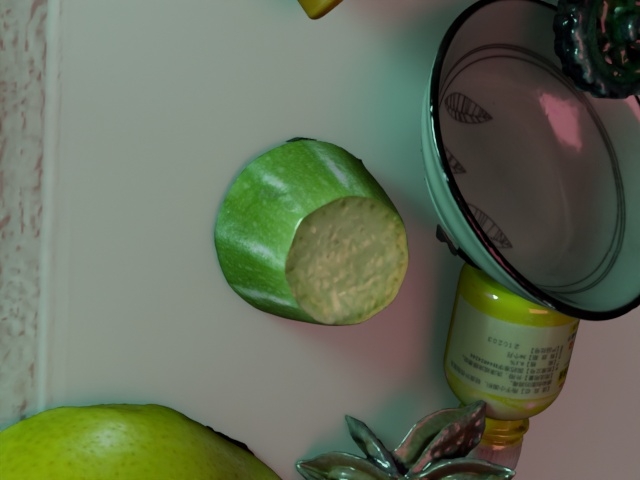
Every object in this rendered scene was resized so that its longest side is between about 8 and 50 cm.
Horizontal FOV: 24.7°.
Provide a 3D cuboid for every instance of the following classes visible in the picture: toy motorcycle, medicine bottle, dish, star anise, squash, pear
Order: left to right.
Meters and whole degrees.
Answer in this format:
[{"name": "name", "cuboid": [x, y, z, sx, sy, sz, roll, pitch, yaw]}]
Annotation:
[{"name": "pear", "cuboid": [-0.167, 0.321, 1.239, 0.386, 0.191, 0.340, -11, 110, -27]}, {"name": "squash", "cuboid": [0.000, 0.000, 1.288, 0.170, 0.123, 0.170, -6, 106, -23]}, {"name": "star anise", "cuboid": [0.081, 0.253, 1.364, 0.073, 0.212, 0.197, 52, 34, -61]}, {"name": "medicine bottle", "cuboid": [0.179, 0.126, 1.425, 0.122, 0.122, 0.212, -7, 119, -29]}, {"name": "dish", "cuboid": [0.186, -0.064, 1.346, 0.316, 0.106, 0.316, 16, 64, -36]}, {"name": "toy motorcycle", "cuboid": [0.381, -0.274, 1.389, 0.410, 0.169, 0.237, -17, 102, -29]}]

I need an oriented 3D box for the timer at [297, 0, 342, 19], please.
[{"name": "timer", "cuboid": [-0.011, -0.280, 1.206, 0.152, 0.132, 0.132, 45, 80, -10]}]
